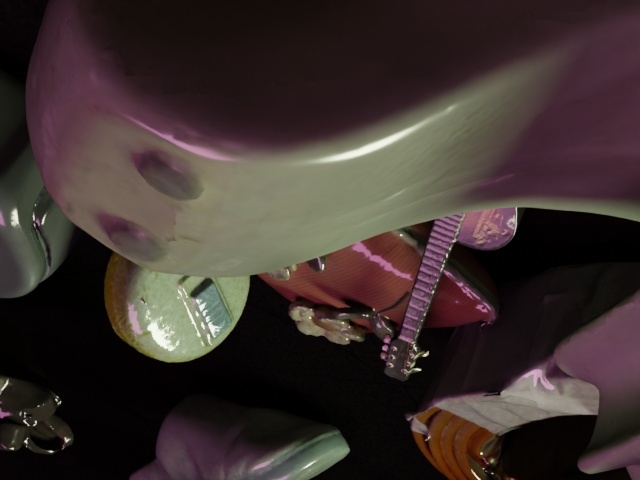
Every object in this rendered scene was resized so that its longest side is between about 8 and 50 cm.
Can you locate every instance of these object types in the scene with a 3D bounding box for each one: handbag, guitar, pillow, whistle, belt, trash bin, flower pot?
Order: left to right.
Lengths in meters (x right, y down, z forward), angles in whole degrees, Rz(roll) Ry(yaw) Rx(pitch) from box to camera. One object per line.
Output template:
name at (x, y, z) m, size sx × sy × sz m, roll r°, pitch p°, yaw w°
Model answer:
handbag at (-0.328, 0.047, 1.151) m, size 0.257 × 0.113 × 0.285 m, roll 35°, pitch 164°, yaw 44°
trash bin at (-0.260, -0.065, 0.979) m, size 0.236 × 0.101 × 0.176 m, roll 35°, pitch 155°, yaw -9°
whistle at (-0.104, -0.007, 0.947) m, size 0.057 × 0.104 × 0.198 m, roll 20°, pitch 140°, yaw 43°
pillow at (0.000, 0.000, 0.870) m, size 0.179 × 0.075 × 0.171 m, roll 40°, pitch 157°, yaw -18°
guitar at (0.066, -0.006, 0.770) m, size 0.088 × 0.025 × 0.233 m, roll 21°, pitch 133°, yaw 7°
belt at (0.170, 0.098, 0.858) m, size 0.261 × 0.105 × 0.184 m, roll -7°, pitch 136°, yaw 50°
flower pot at (0.110, -0.042, 0.497) m, size 0.367 × 0.254 × 0.164 m, roll 31°, pitch 154°, yaw -4°

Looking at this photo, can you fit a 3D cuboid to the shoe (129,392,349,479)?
shoe at (-0.082, 0.175, 1.259) m, size 0.251 × 0.103 × 0.100 m, roll -24°, pitch 82°, yaw 42°
